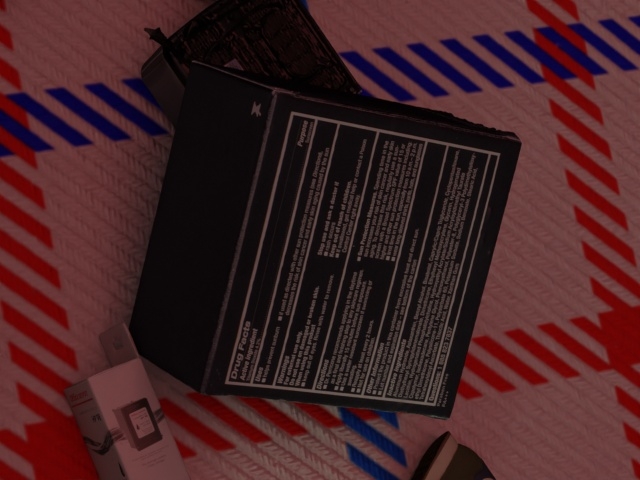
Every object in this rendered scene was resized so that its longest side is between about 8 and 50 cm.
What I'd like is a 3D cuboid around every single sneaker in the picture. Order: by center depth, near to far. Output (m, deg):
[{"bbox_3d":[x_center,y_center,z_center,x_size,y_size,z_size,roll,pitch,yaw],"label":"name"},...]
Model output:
[{"bbox_3d":[0.120,0.298,2.039,0.086,0.064,0.192,35,66,-7],"label":"sneaker"}]

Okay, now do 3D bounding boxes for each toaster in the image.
[{"bbox_3d":[-0.080,-0.173,2.028,0.168,0.110,0.185,-37,95,-24],"label":"toaster"}]

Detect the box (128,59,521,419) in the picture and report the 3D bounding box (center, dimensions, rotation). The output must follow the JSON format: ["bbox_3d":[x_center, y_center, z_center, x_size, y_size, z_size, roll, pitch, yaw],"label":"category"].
[{"bbox_3d":[0.000,0.000,1.911,0.294,0.183,0.296,9,99,-34],"label":"box"}]

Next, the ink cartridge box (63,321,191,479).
[{"bbox_3d":[-0.195,0.178,1.916,0.060,0.104,0.180,-22,88,-23],"label":"ink cartridge box"}]
